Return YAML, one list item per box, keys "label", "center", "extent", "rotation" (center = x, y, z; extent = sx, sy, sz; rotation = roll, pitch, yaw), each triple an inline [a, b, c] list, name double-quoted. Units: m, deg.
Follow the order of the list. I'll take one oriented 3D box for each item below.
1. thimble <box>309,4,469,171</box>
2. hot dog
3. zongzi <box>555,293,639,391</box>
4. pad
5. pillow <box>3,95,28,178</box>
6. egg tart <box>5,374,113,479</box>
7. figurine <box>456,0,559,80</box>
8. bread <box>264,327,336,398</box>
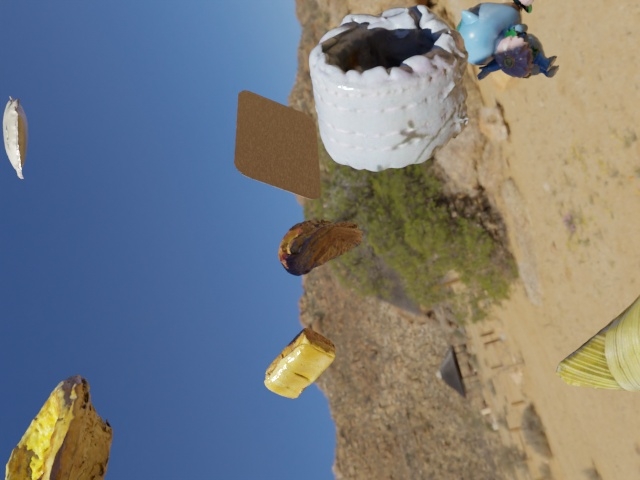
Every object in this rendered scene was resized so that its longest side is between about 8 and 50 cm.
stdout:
- label: "thimble"
  center: [0.069, -0.153, 0.646]
  extent: [0.118, 0.151, 0.127]
  rotation: [78, 167, -46]
- label: "hot dog"
  center: [0.002, 0.002, 1.009]
  extent: [0.099, 0.147, 0.065]
  rotation: [8, 119, 52]
- label: "zongzi"
  center: [0.311, 0.026, 0.522]
  extent: [0.286, 0.288, 0.134]
  rotation: [60, -144, -29]
- label: "pad"
  center: [-0.081, -0.188, 1.236]
  extent: [0.176, 0.002, 0.266]
  rotation: [18, -138, -22]
- label: "pillow"
  center: [-0.515, -0.177, 1.089]
  extent: [0.232, 0.038, 0.131]
  rotation: [27, 116, 60]
- label: "egg tart"
  center: [-0.355, 0.306, 0.882]
  extent: [0.105, 0.241, 0.241]
  rotation: [26, -144, -27]
- label: "figurine"
  center: [0.316, -0.334, 1.055]
  extent: [0.178, 0.144, 0.114]
  rotation: [38, 175, 24]
- label: "bread"
  center: [-0.035, 0.206, 1.069]
  extent: [0.074, 0.132, 0.053]
  rotation: [32, -153, -23]
